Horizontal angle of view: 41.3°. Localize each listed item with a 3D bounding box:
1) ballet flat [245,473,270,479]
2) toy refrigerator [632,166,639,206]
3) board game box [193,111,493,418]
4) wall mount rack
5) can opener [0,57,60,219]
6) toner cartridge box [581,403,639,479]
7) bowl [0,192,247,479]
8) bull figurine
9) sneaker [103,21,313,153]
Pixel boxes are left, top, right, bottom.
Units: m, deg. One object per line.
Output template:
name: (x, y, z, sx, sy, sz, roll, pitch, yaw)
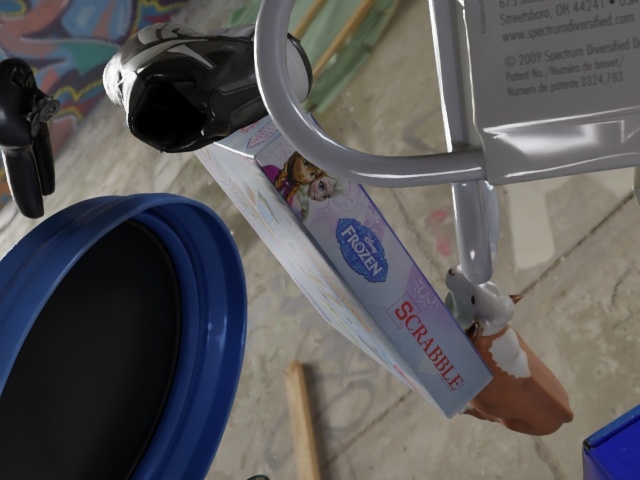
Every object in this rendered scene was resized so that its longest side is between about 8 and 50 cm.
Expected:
ballet flat: (-0.083, 0.276, 0.834, 0.114, 0.041, 0.041, -47, 28, 25)
toy refrigerator: (0.356, -0.131, 0.773, 0.102, 0.094, 0.269, -8, 51, 34)
board game box: (0.000, 0.000, 0.875, 0.066, 0.318, 0.318, -40, 23, -9)
wall mount rack: (0.148, -0.143, 0.349, 0.350, 0.304, 0.130, -6, 3, 14)
can opener: (-0.234, -0.077, 0.666, 0.186, 0.073, 0.059, 100, -168, -65)
toner cartridge box: (0.275, 0.182, 0.320, 0.165, 0.075, 0.348, -29, 50, -7)
bowl: (-0.194, 0.143, 0.769, 0.077, 0.391, 0.391, 15, 65, 21)
bull figurine: (0.183, 0.138, 0.995, 0.188, 0.310, 0.101, 7, 57, 45)
sneaker: (-0.119, -0.115, 0.646, 0.234, 0.078, 0.106, 10, 40, 46)
